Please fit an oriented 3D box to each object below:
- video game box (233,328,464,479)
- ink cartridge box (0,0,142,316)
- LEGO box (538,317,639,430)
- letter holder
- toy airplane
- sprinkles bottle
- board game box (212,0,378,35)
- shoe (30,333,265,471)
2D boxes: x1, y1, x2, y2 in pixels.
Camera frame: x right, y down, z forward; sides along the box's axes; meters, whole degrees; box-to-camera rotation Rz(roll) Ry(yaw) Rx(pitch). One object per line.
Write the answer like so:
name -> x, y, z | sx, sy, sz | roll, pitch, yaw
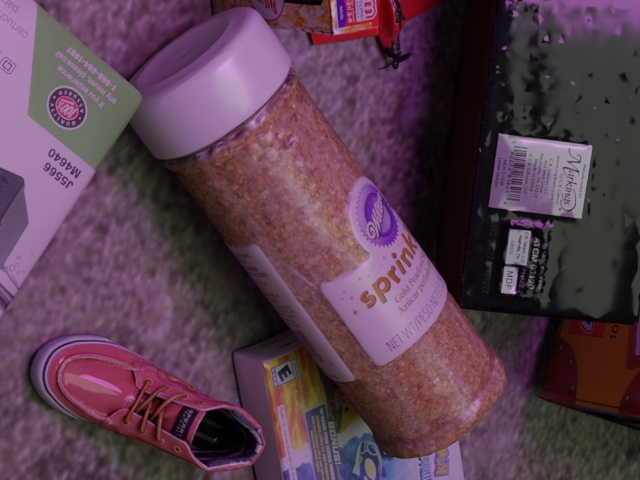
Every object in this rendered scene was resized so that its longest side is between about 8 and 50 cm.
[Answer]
video game box -> 0.030, 0.157, 1.387 | 0.187, 0.048, 0.205 | -24, 113, -36
ink cartridge box -> -0.272, -0.040, 1.054 | 0.198, 0.115, 0.273 | 41, 73, -37
LEGO box -> 0.460, -0.035, 1.538 | 0.372, 0.193, 0.500 | 20, 83, -25
letter holder -> 0.184, -0.101, 1.413 | 0.152, 0.214, 0.302 | 6, 97, -8
toy airplane -> 0.052, -0.209, 1.342 | 0.151, 0.028, 0.151 | -9, 104, -40
sprinkles bottle -> 0.000, 0.000, 1.248 | 0.121, 0.121, 0.355 | -46, 115, -23
board game box -> -0.028, -0.247, 1.193 | 0.045, 0.147, 0.193 | -16, 109, -36
shoe -> -0.122, 0.120, 1.231 | 0.178, 0.081, 0.063 | 29, 81, -39
